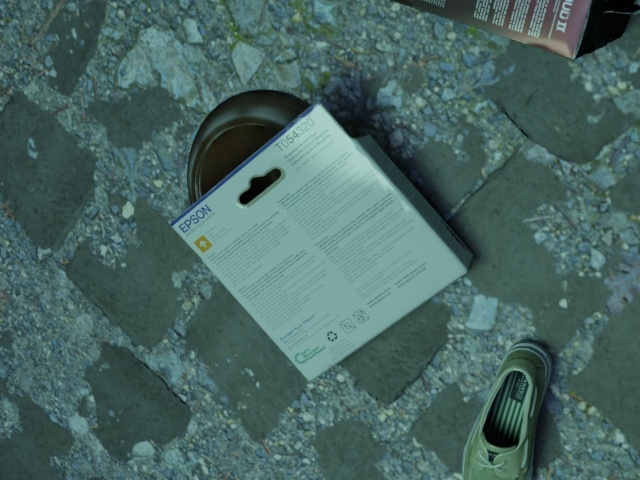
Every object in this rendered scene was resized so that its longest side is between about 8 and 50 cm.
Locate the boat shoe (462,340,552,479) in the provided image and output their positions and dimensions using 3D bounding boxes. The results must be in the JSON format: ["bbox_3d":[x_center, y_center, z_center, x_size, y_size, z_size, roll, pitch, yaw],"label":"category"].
[{"bbox_3d":[0.261,0.290,1.861,0.109,0.094,0.302,18,113,23],"label":"boat shoe"}]

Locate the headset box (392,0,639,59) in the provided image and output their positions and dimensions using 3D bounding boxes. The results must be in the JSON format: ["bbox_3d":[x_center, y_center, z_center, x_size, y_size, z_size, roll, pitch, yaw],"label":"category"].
[{"bbox_3d":[0.259,-0.325,1.598,0.293,0.218,0.110,23,115,22],"label":"headset box"}]

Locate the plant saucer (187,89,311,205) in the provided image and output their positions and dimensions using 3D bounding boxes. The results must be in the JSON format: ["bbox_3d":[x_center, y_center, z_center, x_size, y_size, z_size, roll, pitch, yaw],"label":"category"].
[{"bbox_3d":[-0.086,-0.075,1.965,0.311,0.050,0.310,9,110,27],"label":"plant saucer"}]

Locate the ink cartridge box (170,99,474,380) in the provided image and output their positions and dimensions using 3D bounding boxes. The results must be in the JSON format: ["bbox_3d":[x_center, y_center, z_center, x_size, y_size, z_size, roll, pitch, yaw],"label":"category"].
[{"bbox_3d":[0.000,0.000,1.877,0.324,0.071,0.330,-37,98,27],"label":"ink cartridge box"}]

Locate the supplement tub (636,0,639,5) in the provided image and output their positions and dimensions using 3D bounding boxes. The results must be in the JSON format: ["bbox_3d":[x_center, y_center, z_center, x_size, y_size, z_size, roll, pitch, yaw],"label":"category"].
[{"bbox_3d":[0.503,-0.394,1.458,0.194,0.193,0.316,26,115,19],"label":"supplement tub"}]
